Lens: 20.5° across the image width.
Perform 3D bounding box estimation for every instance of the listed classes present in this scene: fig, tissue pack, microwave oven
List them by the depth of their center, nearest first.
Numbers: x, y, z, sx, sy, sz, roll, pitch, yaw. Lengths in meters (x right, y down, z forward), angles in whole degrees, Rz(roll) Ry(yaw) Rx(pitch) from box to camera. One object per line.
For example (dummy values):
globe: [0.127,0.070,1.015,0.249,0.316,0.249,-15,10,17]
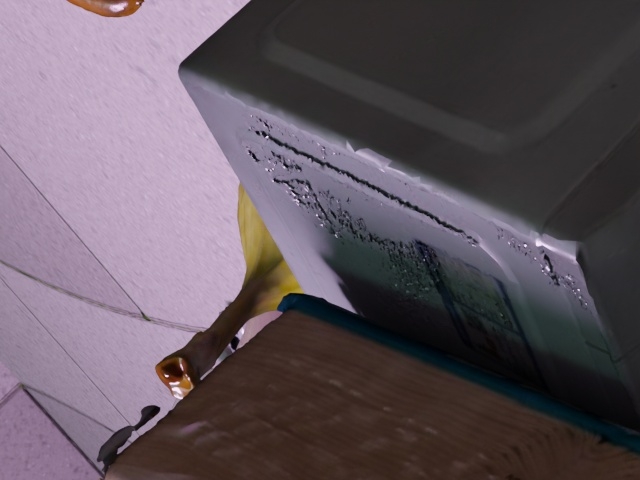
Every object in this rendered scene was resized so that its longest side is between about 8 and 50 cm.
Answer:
tissue pack: [0.066,0.146,0.616,0.271,0.134,0.192,20,150,52]
microwave oven: [0.121,0.007,0.703,0.237,0.181,0.295,29,156,44]
fig: [0.011,-0.012,0.887,0.160,0.231,0.143,46,121,16]

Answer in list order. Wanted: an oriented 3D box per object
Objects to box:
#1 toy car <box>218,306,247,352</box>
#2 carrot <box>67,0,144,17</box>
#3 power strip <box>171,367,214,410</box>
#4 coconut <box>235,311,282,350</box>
toy car: [-0.064,0.094,1.562,0.041,0.025,0.093,24,153,47]
carrot: [-0.193,-0.192,1.178,0.210,0.061,0.061,27,156,32]
power strip: [-0.028,0.171,1.559,0.098,0.058,0.338,31,170,-26]
coconut: [0.031,0.118,1.115,0.234,0.224,0.224,-101,-12,-47]
